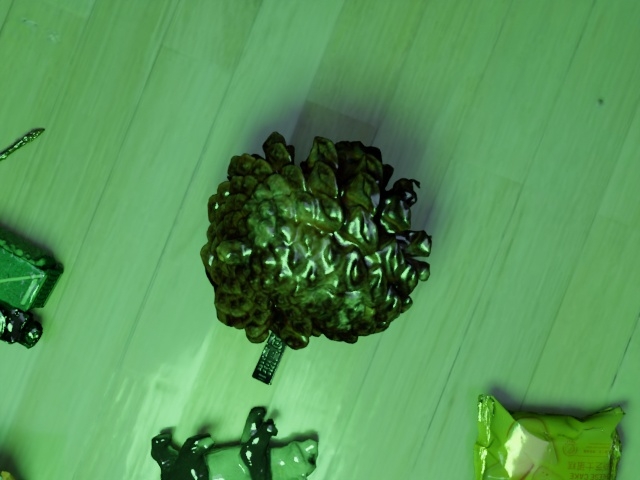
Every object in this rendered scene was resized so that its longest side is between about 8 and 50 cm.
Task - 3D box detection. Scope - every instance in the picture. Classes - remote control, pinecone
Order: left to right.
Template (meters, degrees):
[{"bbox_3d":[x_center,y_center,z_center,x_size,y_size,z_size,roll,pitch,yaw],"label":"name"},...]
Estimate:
[{"bbox_3d":[-0.066,0.157,1.595,0.034,0.016,0.091,23,89,16],"label":"remote control"},{"bbox_3d":[0.002,-0.003,1.483,0.296,0.242,0.298,11,120,-14],"label":"pinecone"}]

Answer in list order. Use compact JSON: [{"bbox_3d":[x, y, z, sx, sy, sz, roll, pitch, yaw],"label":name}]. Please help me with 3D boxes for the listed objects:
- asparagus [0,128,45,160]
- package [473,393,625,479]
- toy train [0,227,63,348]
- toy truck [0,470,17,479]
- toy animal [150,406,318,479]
[{"bbox_3d":[-0.461,-0.116,1.600,0.163,0.016,0.016,-30,70,0],"label":"asparagus"},{"bbox_3d":[0.311,0.301,1.555,0.226,0.090,0.168,4,91,-2],"label":"package"},{"bbox_3d":[-0.489,0.045,1.549,0.269,0.115,0.154,29,94,1],"label":"toy train"},{"bbox_3d":[-0.586,0.361,1.469,0.388,0.207,0.173,7,62,-1],"label":"toy truck"},{"bbox_3d":[-0.113,0.306,1.555,0.225,0.094,0.121,-14,99,-10],"label":"toy animal"}]
